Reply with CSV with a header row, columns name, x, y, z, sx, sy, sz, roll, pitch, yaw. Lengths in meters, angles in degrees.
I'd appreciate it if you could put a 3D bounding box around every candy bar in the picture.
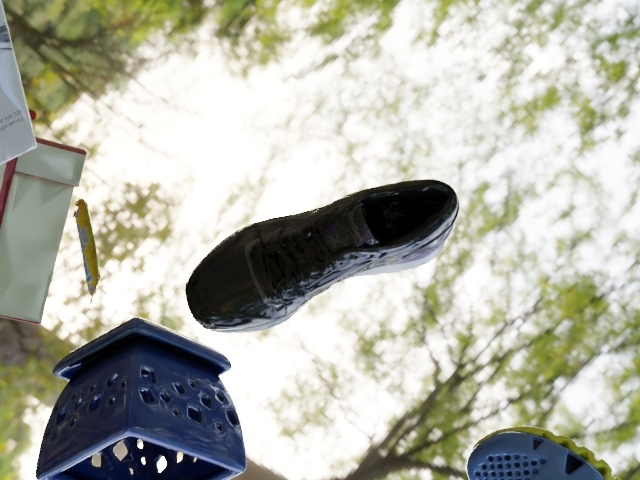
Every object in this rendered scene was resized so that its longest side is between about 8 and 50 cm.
name,x,y,z,sx,sy,sz,roll,pitch,yaw
candy bar,-0.304,0.011,1.583,0.040,0.018,0.161,113,-32,-43

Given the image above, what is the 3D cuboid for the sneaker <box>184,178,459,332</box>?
name,x,y,z,sx,sy,sz,roll,pitch,yaw
sneaker,0.000,0.000,1.186,0.283,0.107,0.124,-22,169,-12

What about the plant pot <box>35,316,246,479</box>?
name,x,y,z,sx,sy,sz,roll,pitch,yaw
plant pot,-0.270,0.259,1.836,0.236,0.236,0.212,-29,-129,34

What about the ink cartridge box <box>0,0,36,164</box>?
name,x,y,z,sx,sy,sz,roll,pitch,yaw
ink cartridge box,-0.397,-0.203,1.140,0.198,0.273,0.115,15,-145,35

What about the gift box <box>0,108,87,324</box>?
name,x,y,z,sx,sy,sz,roll,pitch,yaw
gift box,-0.458,-0.056,1.507,0.255,0.276,0.258,12,-93,60

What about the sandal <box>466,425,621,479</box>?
name,x,y,z,sx,sy,sz,roll,pitch,yaw
sandal,0.267,0.320,1.212,0.126,0.317,0.138,-51,171,34
